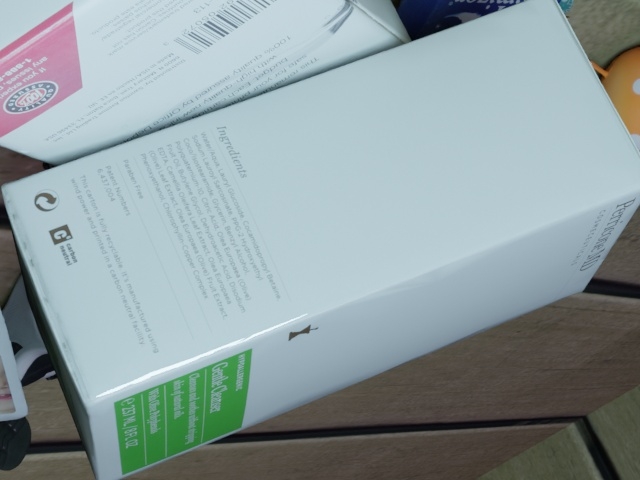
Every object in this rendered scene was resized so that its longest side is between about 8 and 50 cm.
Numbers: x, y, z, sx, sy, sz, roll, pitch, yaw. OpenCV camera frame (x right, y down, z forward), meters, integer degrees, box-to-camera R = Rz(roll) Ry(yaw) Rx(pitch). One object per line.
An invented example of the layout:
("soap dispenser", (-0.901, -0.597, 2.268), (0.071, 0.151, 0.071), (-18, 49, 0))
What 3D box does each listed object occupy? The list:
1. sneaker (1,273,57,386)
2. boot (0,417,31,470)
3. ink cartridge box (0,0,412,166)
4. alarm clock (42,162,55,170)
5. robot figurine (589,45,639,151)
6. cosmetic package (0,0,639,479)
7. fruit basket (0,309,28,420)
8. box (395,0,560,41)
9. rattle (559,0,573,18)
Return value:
("sneaker", (-0.211, 0.063, 1.400), (0.121, 0.079, 0.217), (-12, 165, -40))
("boot", (-0.361, 0.132, 1.398), (0.137, 0.077, 0.198), (7, 141, 34))
("ink cartridge box", (-0.096, -0.136, 0.947), (0.207, 0.117, 0.283), (-31, 160, 16))
("alarm clock", (-0.106, -0.070, 1.200), (0.192, 0.064, 0.129), (-27, 161, -3))
("robot figurine", (0.348, -0.113, 1.473), (0.219, 0.128, 0.158), (4, 143, -7))
("cosmetic package", (0.000, 0.000, 1.011), (0.365, 0.155, 0.197), (-20, 160, -12))
("fruit basket", (-0.357, 0.049, 0.952), (0.327, 0.165, 0.353), (-3, 154, -6))
("box", (0.117, -0.174, 1.164), (0.136, 0.036, 0.225), (-7, 142, -43))
("rattle", (0.132, -0.136, 1.359), (0.130, 0.142, 0.200), (-51, 156, -28))
